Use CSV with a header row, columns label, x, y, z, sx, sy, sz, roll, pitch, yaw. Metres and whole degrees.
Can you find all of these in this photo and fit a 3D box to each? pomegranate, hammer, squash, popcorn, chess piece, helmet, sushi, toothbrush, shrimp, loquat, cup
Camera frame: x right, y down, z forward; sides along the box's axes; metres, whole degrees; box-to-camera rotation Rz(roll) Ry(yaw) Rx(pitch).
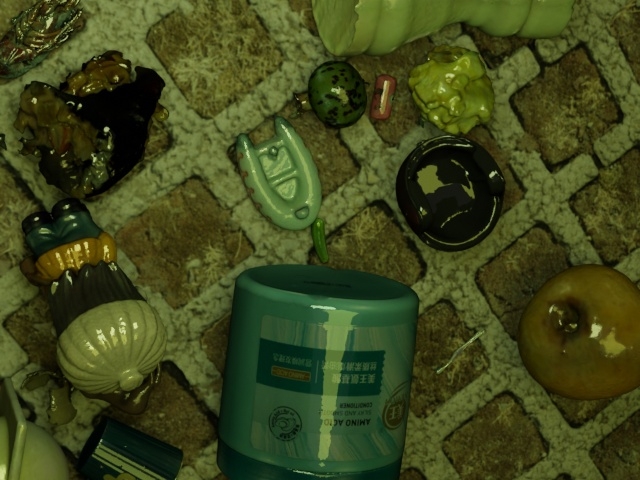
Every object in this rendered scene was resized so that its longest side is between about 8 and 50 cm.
label,x,y,z,sx,sy,sz,roll,pitch,yaw
pomegranate,0.011,-0.254,1.839,0.161,0.122,0.122,-13,107,16
hammer,0.116,-0.262,1.899,0.043,0.043,0.083,8,98,-19
squash,-0.001,0.000,1.926,0.027,0.027,0.089,-12,108,-15
popcorn,0.236,-0.268,1.873,0.142,0.173,0.173,-11,109,27
chess piece,0.221,-0.437,1.811,0.442,0.234,0.234,-4,103,-21
helmet,0.234,-0.088,1.890,0.189,0.193,0.216,-26,107,-4
sushi,-0.366,-0.197,1.688,0.200,0.204,0.213,42,120,5
toothbrush,0.279,0.221,2.066,0.131,0.013,0.011,-41,120,-7
shrimp,-0.449,-0.356,1.689,0.090,0.079,0.233,38,85,17
loquat,0.527,0.180,2.016,0.275,0.275,0.275,-4,102,-17
cup,-0.356,0.412,1.862,0.155,0.131,0.176,34,115,-16

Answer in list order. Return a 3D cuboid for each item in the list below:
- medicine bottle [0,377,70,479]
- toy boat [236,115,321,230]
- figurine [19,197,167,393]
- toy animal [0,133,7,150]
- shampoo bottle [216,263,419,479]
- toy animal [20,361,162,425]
label,x,y,z,sx,sy,sz,roll,pitch,yaw
medicine bottle,-0.547,0.455,1.741,0.236,0.236,0.406,10,99,-19
toy boat,-0.067,-0.113,1.856,0.134,0.079,0.207,-25,106,-14
figurine,-0.381,0.093,1.692,0.185,0.204,0.332,-26,90,-8
toy animal,-0.575,-0.185,1.700,0.136,0.047,0.065,33,96,-22
shampoo bottle,-0.004,0.236,1.815,0.331,0.331,0.342,4,99,-18
toy animal,-0.395,0.249,1.819,0.214,0.094,0.186,35,86,-17
